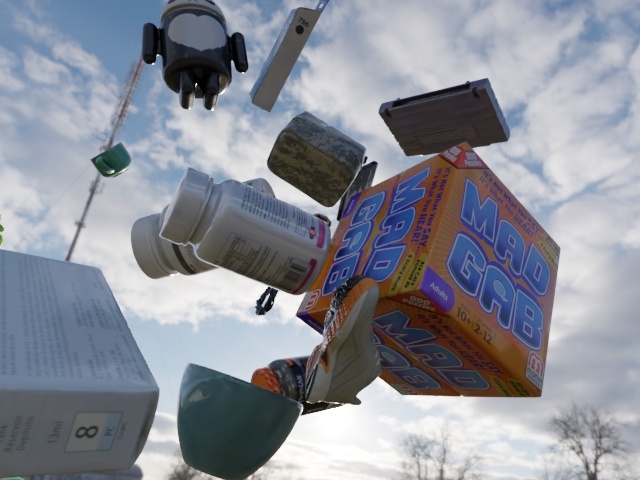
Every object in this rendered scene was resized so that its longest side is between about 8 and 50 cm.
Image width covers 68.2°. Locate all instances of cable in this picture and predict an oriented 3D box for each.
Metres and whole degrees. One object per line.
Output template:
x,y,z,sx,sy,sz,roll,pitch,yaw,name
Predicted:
-0.208,0.219,1.809,0.047,0.185,0.150,38,-61,-18,cable

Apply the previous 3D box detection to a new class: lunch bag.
0.005,-0.298,1.635,0.305,0.256,0.213,31,-45,-3,lunch bag

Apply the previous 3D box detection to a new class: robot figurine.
-0.308,-0.468,1.171,0.173,0.279,0.209,-15,-16,30,robot figurine

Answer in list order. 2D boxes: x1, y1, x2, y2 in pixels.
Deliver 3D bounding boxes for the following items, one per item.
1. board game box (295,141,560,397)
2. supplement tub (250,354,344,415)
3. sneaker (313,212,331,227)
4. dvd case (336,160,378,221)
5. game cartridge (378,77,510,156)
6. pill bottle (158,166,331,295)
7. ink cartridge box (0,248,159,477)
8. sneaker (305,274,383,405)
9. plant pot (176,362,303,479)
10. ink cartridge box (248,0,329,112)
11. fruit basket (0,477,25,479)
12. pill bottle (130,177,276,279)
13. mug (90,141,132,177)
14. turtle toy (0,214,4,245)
0.237,0.088,1.020,0.356,0.357,0.356,40,-34,-21,board game box
-0.067,0.519,1.698,0.337,0.207,0.207,1,-26,-36,supplement tub
-0.002,0.000,1.943,0.086,0.226,0.163,-8,-14,-17,sneaker
0.152,-0.203,1.975,0.029,0.179,0.239,38,-42,26,dvd case
0.385,-0.372,1.484,0.354,0.068,0.230,-1,-30,40,game cartridge
-0.137,-0.016,0.878,0.283,0.161,0.160,24,-37,-21,pill bottle
-0.374,0.079,0.416,0.384,0.091,0.308,15,9,-37,ink cartridge box
0.062,0.175,0.804,0.120,0.099,0.263,15,-62,-10,sneaker
-0.207,0.422,1.072,0.290,0.196,0.290,18,-22,7,plant pot
-0.090,-0.516,1.272,0.065,0.165,0.333,27,-74,-20,ink cartridge box
-0.691,0.647,0.967,0.353,0.327,0.165,21,-2,37,fruit basket
-0.289,-0.023,1.240,0.360,0.204,0.204,-14,-34,8,pill bottle
-0.776,-0.284,1.752,0.129,0.158,0.097,-13,-63,36,mug
-0.836,-0.036,1.171,0.066,0.095,0.130,-31,-50,-3,turtle toy
